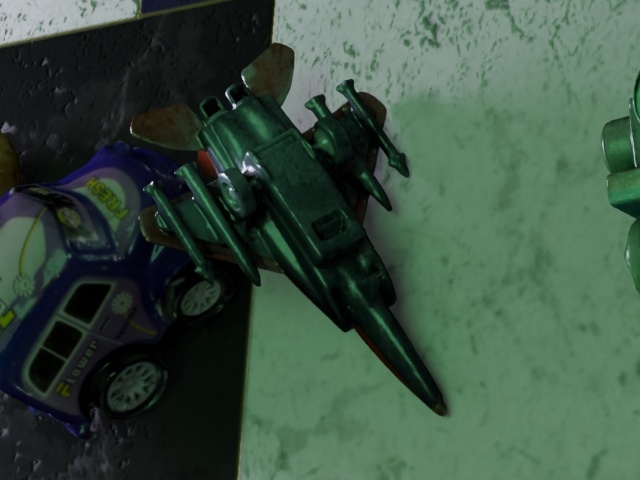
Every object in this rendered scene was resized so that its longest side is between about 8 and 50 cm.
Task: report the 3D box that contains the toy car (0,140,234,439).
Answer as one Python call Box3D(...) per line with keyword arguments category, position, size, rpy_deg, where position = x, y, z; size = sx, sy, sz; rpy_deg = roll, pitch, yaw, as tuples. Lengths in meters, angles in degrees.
Box3D(category="toy car", position=(-0.197, 0.027, 1.355), size=(0.235, 0.158, 0.172), rpy_deg=(-52, 54, 7))

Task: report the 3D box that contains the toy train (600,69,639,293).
Box3D(category="toy train", position=(0.326, -0.044, 1.060), size=(0.298, 0.120, 0.194), rpy_deg=(-12, 74, 30))

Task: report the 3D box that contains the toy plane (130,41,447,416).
Box3D(category="toy plane", position=(0.000, -0.004, 1.264), size=(0.223, 0.104, 0.326), rpy_deg=(-30, 64, -19))

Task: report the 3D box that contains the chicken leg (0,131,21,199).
Box3D(category="chicken leg", position=(-0.320, -0.004, 1.495), size=(0.101, 0.085, 0.207), rpy_deg=(1, 79, -11))
